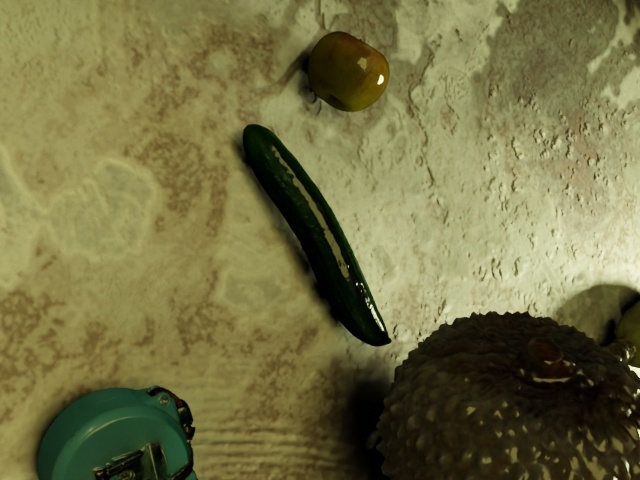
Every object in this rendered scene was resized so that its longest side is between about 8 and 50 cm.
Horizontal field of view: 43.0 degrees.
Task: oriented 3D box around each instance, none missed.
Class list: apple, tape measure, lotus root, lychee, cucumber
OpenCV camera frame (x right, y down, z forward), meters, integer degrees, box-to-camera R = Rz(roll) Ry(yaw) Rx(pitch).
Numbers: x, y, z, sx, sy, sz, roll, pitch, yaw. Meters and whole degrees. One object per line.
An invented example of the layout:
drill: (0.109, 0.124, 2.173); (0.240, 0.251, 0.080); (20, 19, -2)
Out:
apple: (0.030, -0.182, 0.870); (0.090, 0.089, 0.074); (32, 82, -25)
tape measure: (-0.177, 0.194, 0.713); (0.146, 0.081, 0.125); (-20, 113, -28)
lotus root: (0.459, 0.121, 1.108); (0.183, 0.077, 0.090); (-27, 99, -32)
lychee: (0.199, 0.211, 0.838); (0.300, 0.300, 0.299); (3, 84, -31)
cucumber: (0.000, 0.000, 0.856); (0.056, 0.056, 0.284); (-37, 104, -28)
